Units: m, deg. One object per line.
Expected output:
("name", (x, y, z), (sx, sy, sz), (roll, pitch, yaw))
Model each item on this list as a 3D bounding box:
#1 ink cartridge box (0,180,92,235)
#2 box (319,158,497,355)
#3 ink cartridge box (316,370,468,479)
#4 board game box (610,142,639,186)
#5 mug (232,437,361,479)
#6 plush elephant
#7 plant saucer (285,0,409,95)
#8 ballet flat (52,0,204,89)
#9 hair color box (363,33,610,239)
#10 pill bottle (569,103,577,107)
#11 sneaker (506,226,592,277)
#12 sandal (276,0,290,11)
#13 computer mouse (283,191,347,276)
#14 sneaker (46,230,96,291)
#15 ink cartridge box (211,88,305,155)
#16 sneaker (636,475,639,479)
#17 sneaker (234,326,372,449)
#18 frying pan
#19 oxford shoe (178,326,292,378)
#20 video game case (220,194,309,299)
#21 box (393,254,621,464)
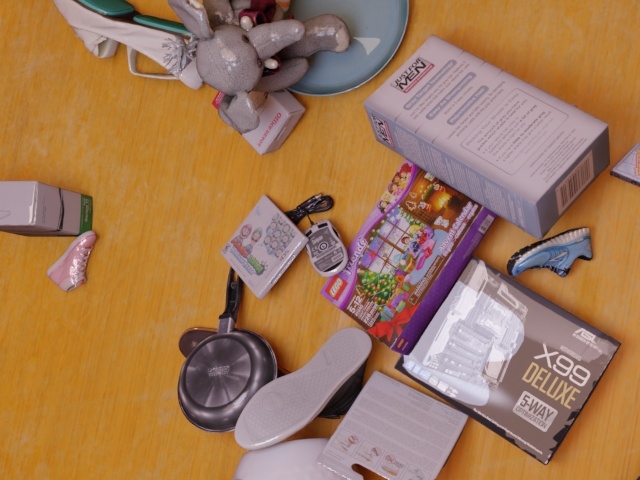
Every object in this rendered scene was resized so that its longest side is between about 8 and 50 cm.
("ink cartridge box", (-0.558, -0.059, 1.887), (0.153, 0.208, 0.087), (1, 85, 15))
("box", (0.150, 0.026, 1.720), (0.201, 0.057, 0.293), (36, 95, 41))
("ink cartridge box", (0.121, 0.347, 1.662), (0.189, 0.066, 0.232), (25, 49, 16))
("board game box", (0.596, -0.147, 1.648), (0.194, 0.060, 0.194), (11, 88, 16))
("mug", (-0.068, 0.509, 1.621), (0.276, 0.374, 0.328), (-34, 59, 49))
("plush elephant", (-0.123, -0.341, 1.659), (0.329, 0.255, 0.272), (-28, 120, 4))
("plant saucer", (0.014, -0.425, 1.848), (0.317, 0.043, 0.318), (-1, 85, 15))
("ballet flat", (-0.383, -0.401, 1.924), (0.400, 0.139, 0.139), (24, 91, 16))
("hair color box", (0.273, -0.181, 1.636), (0.185, 0.114, 0.374), (-45, 56, -13))
("pill bottle", (0.424, -0.161, 1.688), (0.078, 0.078, 0.137), (-12, 81, 14))
("sneaker", (0.397, 0.032, 1.670), (0.162, 0.063, 0.073), (-20, 90, -8))
("sandal", (-0.106, -0.440, 1.825), (0.102, 0.076, 0.265), (50, 119, 44))
("computer mouse", (0.000, 0.000, 1.784), (0.106, 0.042, 0.193), (-29, 50, 6))
("sneaker", (-0.477, 0.046, 1.938), (0.134, 0.051, 0.070), (-45, 77, 11))
("ink cartridge box", (-0.117, -0.251, 1.839), (0.150, 0.063, 0.109), (47, 124, 14))
("sneaker", (0.575, 0.334, 1.583), (0.350, 0.131, 0.148), (-40, 69, 3))
("sneaker", (-0.022, 0.287, 1.693), (0.295, 0.147, 0.104), (-38, 57, -27))
("frying pan", (-0.148, 0.187, 1.758), (0.197, 0.053, 0.326), (12, 69, 29))
("oxford shoe", (-0.154, 0.234, 1.802), (0.271, 0.098, 0.097), (24, 92, 17))
("video game case", (-0.107, 0.010, 1.815), (0.143, 0.019, 0.157), (-52, 47, 8))
("box", (0.320, 0.198, 1.684), (0.307, 0.076, 0.243), (32, 93, 17))
